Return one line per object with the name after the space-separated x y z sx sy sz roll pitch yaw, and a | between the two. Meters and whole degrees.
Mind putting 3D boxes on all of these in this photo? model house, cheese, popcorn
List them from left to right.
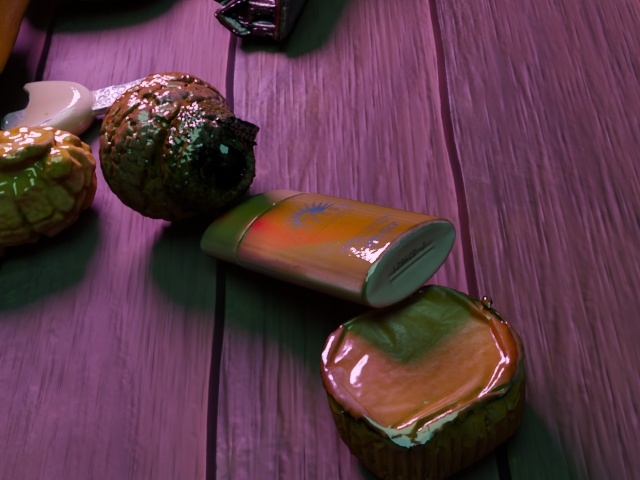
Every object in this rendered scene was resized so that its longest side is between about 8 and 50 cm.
-0.381 -0.067 1.261 0.194 0.140 0.163 2 45 15 | popcorn
-0.325 -0.181 1.401 0.235 0.049 0.127 -13 48 2 | cheese
-0.098 -0.368 1.479 0.152 0.106 0.165 9 55 19 | model house

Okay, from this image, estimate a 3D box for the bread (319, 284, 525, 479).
0.103 0.144 1.009 0.199 0.104 0.199 -6 45 6 | bread

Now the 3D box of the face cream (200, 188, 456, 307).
0.000 0.000 1.118 0.139 0.067 0.285 -35 30 -31 | face cream

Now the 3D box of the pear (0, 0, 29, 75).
-0.565 -0.281 1.440 0.386 0.191 0.340 -38 48 -18 | pear

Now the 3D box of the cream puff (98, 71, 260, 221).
-0.146 -0.106 1.199 0.183 0.183 0.169 -42 31 -23 | cream puff
